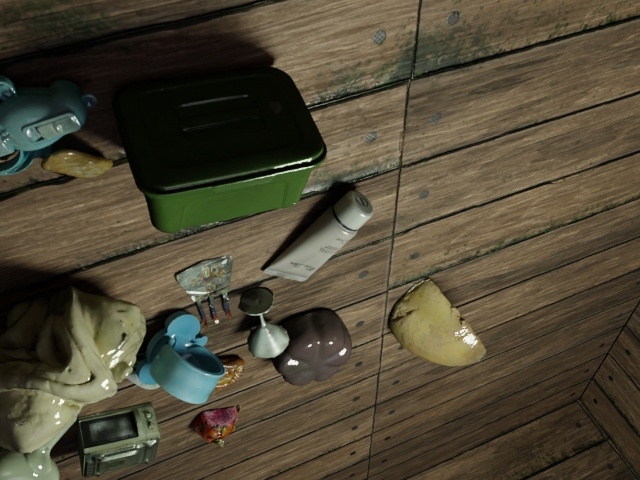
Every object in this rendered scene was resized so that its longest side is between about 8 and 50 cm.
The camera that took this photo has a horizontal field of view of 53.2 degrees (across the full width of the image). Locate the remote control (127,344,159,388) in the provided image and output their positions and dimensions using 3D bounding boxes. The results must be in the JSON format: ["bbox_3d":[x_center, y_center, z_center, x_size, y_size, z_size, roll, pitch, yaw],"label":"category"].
[{"bbox_3d":[-0.468,0.307,1.629,0.097,0.045,0.256,-36,140,-9],"label":"remote control"}]

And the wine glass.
[{"bbox_3d":[-0.152,0.214,1.678,0.122,0.122,0.183,-21,138,-11],"label":"wine glass"}]

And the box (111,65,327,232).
[{"bbox_3d":[-0.179,-0.157,1.137,0.328,0.253,0.178,-14,149,-19],"label":"box"}]

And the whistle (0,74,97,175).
[{"bbox_3d":[-0.492,-0.183,1.025,0.274,0.093,0.186,-21,143,-7],"label":"whistle"}]

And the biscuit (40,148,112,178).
[{"bbox_3d":[-0.429,-0.134,1.133,0.071,0.018,0.147,-26,168,17],"label":"biscuit"}]

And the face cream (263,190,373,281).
[{"bbox_3d":[0.000,0.000,1.572,0.143,0.089,0.314,13,136,-41],"label":"face cream"}]

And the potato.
[{"bbox_3d":[0.352,0.289,1.981,0.189,0.264,0.211,-38,149,-6],"label":"potato"}]

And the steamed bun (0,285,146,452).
[{"bbox_3d":[-0.546,0.234,1.305,0.352,0.339,0.247,-28,106,4],"label":"steamed bun"}]

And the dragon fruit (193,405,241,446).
[{"bbox_3d":[-0.313,0.587,2.006,0.147,0.096,0.102,2,129,-37],"label":"dragon fruit"}]

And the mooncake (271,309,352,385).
[{"bbox_3d":[-0.026,0.313,1.862,0.245,0.133,0.245,-12,136,-12],"label":"mooncake"}]

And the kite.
[{"bbox_3d":[-0.271,0.132,1.583,0.141,0.015,0.245,-17,137,-14],"label":"kite"}]

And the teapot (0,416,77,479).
[{"bbox_3d":[-0.749,0.584,1.671,0.318,0.149,0.220,-24,134,-5],"label":"teapot"}]

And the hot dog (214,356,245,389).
[{"bbox_3d":[-0.280,0.371,1.809,0.147,0.065,0.099,6,120,-35],"label":"hot dog"}]

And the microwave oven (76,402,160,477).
[{"bbox_3d":[-0.564,0.563,1.787,0.205,0.129,0.163,-6,136,-27],"label":"microwave oven"}]

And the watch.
[{"bbox_3d":[-0.327,0.307,1.577,0.211,0.193,0.211,-28,138,-29],"label":"watch"}]
